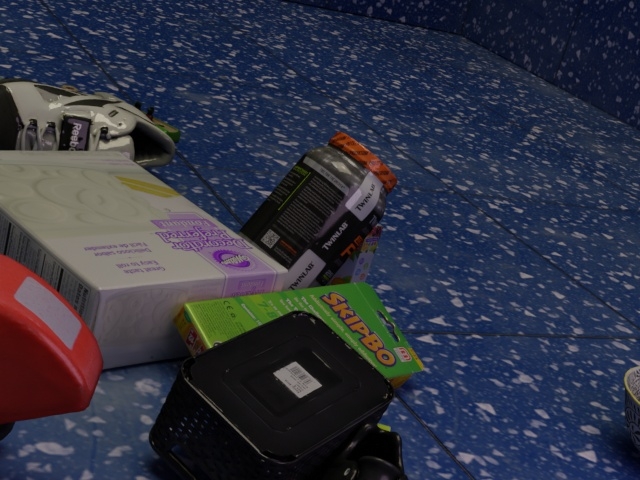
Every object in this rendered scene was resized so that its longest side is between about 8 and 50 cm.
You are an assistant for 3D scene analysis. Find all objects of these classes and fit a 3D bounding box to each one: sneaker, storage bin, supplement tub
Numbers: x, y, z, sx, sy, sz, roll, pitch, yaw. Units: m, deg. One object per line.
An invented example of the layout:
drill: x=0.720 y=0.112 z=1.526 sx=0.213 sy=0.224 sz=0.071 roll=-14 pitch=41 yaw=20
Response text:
sneaker: x=0.020 y=0.209 z=0.854 sx=0.084 sy=0.097 sz=0.234 roll=17 pitch=20 yaw=2
storage bin: x=-0.038 y=0.145 z=0.946 sx=0.122 sy=0.084 sz=0.180 roll=40 pitch=34 yaw=21
supplement tub: x=-0.006 y=-0.024 z=1.282 sx=0.117 sy=0.190 sz=0.117 roll=40 pitch=-3 yaw=3
sneaker: x=-0.320 y=-0.133 z=1.456 sx=0.146 sy=0.122 sz=0.330 roll=26 pitch=23 yaw=30

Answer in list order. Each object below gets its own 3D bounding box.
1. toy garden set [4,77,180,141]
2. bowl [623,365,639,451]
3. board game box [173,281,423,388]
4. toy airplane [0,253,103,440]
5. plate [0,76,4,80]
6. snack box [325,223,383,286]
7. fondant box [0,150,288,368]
toy garden set: x=-0.364 y=-0.201 z=1.708 sx=0.204 sy=0.049 sz=0.244 roll=28 pitch=23 yaw=29
bowl: x=0.384 y=0.206 z=1.171 sx=0.170 sy=0.080 sz=0.170 roll=15 pitch=21 yaw=-6
board game box: x=-0.014 y=0.106 z=1.131 sx=0.259 sy=0.039 sz=0.124 roll=-7 pitch=54 yaw=-43
toy airplane: x=-0.389 y=0.020 z=0.783 sx=0.384 sy=0.272 sz=0.386 roll=-6 pitch=30 yaw=-45
plate: x=-0.445 y=-0.184 z=1.512 sx=0.188 sy=0.024 sz=0.188 roll=39 pitch=23 yaw=-20
snack box: x=0.000 y=0.000 z=1.385 sx=0.141 sy=0.100 sz=0.037 roll=29 pitch=23 yaw=33
fondant box: x=-0.231 y=0.007 z=1.199 sx=0.238 sy=0.096 sz=0.330 roll=-4 pitch=30 yaw=-45
